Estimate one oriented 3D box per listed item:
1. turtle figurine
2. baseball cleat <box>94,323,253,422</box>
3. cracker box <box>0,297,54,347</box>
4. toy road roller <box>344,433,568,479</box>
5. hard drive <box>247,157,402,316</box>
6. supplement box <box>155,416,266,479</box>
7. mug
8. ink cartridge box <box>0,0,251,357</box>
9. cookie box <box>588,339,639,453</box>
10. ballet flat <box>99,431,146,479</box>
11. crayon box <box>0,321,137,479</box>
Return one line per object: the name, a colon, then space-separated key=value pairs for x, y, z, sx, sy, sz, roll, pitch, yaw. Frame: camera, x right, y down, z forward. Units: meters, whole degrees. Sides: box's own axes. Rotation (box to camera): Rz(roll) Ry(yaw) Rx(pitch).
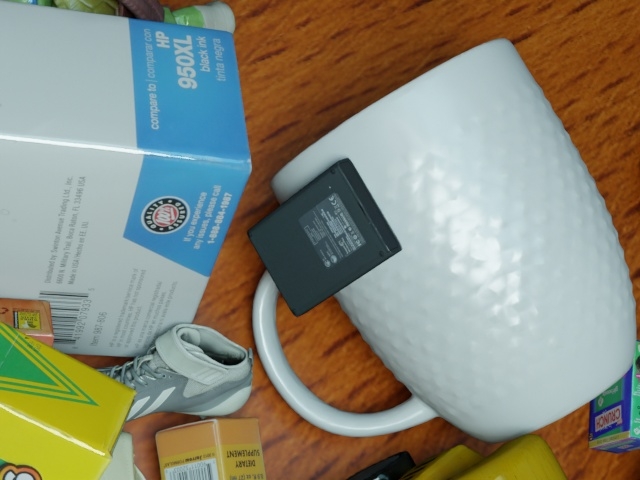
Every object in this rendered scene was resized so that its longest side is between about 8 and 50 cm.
turtle figurine: x=-0.238 y=-0.221 z=1.148 sx=0.266 sy=0.275 sz=0.198 roll=-22 pitch=59 yaw=-44
baseball cleat: x=-0.162 y=0.119 z=1.026 sx=0.205 sy=0.109 sz=0.072 roll=-6 pitch=46 yaw=-16
cracker box: x=-0.314 y=0.160 z=0.949 sx=0.155 sy=0.067 sz=0.232 roll=5 pitch=113 yaw=-19
toy road roller: x=0.095 y=0.290 z=0.993 sx=0.329 sy=0.240 sz=0.203 roll=-20 pitch=79 yaw=-57
hard drive: x=0.000 y=0.000 z=1.027 sx=0.022 sy=0.135 sz=0.094 roll=-23 pitch=81 yaw=-51
supplement box: x=-0.087 y=0.283 z=1.046 sx=0.078 sy=0.080 sz=0.234 roll=13 pitch=65 yaw=-59
mug: x=0.108 y=0.040 z=1.126 sx=0.374 sy=0.276 sz=0.328 roll=-31 pitch=87 yaw=5
ink cartridge box: x=-0.287 y=-0.048 z=0.957 sx=0.394 sy=0.285 sz=0.166 roll=5 pitch=51 yaw=-19
cookie box: x=0.329 y=0.170 z=1.241 sx=0.040 sy=0.092 sz=0.107 roll=11 pitch=70 yaw=-13
ballet flat: x=-0.172 y=0.289 z=1.031 sx=0.086 sy=0.086 sz=0.249 roll=-10 pitch=77 yaw=-23
crayon box: x=-0.362 y=0.199 z=0.854 sx=0.313 sy=0.106 sz=0.363 roll=29 pitch=110 yaw=-11
